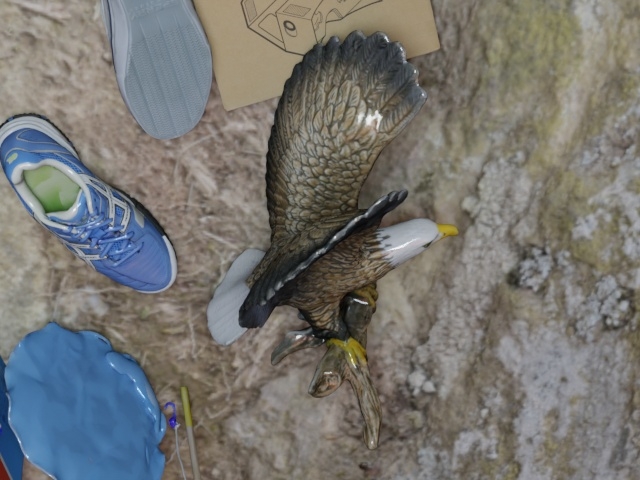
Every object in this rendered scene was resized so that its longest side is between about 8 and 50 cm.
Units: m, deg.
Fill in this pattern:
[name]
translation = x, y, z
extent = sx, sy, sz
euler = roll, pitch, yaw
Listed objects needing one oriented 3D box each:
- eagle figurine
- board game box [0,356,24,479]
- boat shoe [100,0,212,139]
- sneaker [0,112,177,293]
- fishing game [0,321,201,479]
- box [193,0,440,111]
[eagle figurine]
translation = 0.010, -0.005, 1.215
extent = 0.225, 0.226, 0.298
euler = -38, 144, -19
[board game box]
translation = -0.345, 0.096, 1.200
extent = 0.064, 0.242, 0.316
euler = -20, 118, 1
[boat shoe]
translation = -0.141, -0.192, 1.183
extent = 0.083, 0.076, 0.226
euler = -13, 133, -11
[sneaker]
translation = -0.210, -0.018, 1.253
extent = 0.080, 0.081, 0.211
euler = -42, 116, 11
[fishing game]
translation = -0.216, 0.160, 1.278
extent = 0.041, 0.189, 0.264
euler = -36, 144, 30
[box]
translation = -0.008, -0.213, 1.221
extent = 0.201, 0.021, 0.164
euler = -16, 118, -1
